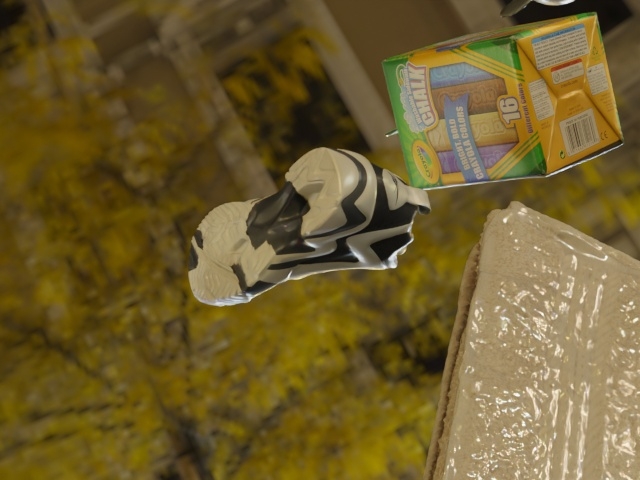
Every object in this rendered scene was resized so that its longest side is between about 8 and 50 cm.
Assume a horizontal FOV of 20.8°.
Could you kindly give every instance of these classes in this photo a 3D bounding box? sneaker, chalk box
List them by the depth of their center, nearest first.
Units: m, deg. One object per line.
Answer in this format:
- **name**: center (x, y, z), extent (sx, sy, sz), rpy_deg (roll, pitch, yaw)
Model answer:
- **sneaker**: center (0.000, 0.000, 1.531), extent (0.153, 0.094, 0.235), rpy_deg (11, -37, -38)
- **chalk box**: center (0.153, -0.129, 1.644), extent (0.213, 0.132, 0.132), rpy_deg (-4, 14, 45)

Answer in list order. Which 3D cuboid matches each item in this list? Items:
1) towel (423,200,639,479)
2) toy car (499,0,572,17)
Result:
- **towel**: center (0.173, 0.105, 1.172), extent (0.187, 0.282, 0.049), rpy_deg (23, -42, -10)
- **toy car**: center (0.228, -0.290, 1.695), extent (0.188, 0.155, 0.149), rpy_deg (-36, -57, -3)
